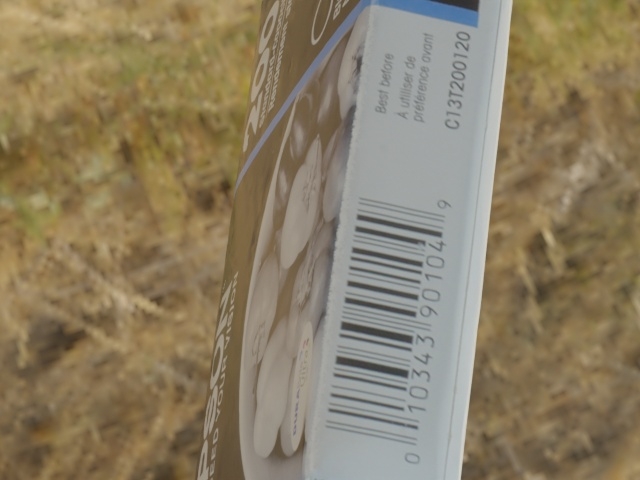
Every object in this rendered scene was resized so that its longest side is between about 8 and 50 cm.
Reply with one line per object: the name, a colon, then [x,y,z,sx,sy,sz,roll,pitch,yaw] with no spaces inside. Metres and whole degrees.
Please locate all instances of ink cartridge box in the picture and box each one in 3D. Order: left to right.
ink cartridge box: [0.000,0.000,0.587,0.045,0.206,0.208,12,157,-11]
